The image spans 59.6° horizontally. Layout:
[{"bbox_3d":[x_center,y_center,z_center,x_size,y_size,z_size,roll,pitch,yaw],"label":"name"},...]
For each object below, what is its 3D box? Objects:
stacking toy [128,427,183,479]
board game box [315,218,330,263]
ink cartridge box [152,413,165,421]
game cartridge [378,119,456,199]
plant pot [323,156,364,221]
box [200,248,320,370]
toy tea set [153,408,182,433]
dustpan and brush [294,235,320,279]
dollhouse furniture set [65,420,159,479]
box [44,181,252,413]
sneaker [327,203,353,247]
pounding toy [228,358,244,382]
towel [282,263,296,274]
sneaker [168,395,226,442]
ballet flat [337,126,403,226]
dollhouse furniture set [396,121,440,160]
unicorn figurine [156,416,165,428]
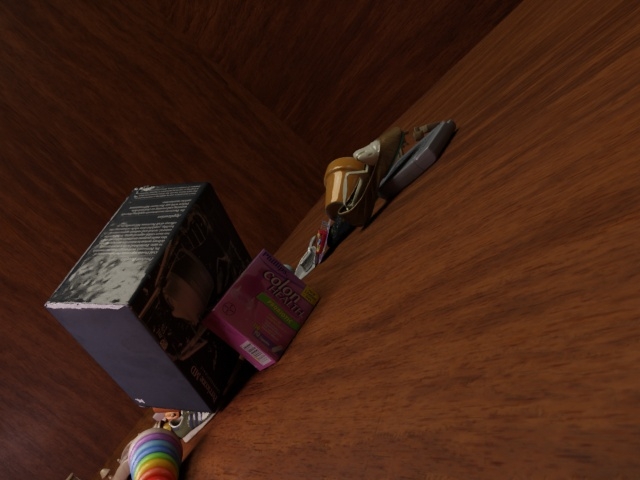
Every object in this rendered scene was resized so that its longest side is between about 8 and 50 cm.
[{"bbox_3d":[-0.397,0.562,1.336,0.141,0.141,0.330,-50,11,-11],"label":"stacking toy"},{"bbox_3d":[0.000,0.000,2.041,0.133,0.033,0.168,112,171,-56],"label":"board game box"},{"bbox_3d":[-0.608,0.682,2.306,0.275,0.060,0.239,-45,6,29],"label":"ink cartridge box"},{"bbox_3d":[0.293,-0.245,1.766,0.297,0.062,0.198,-39,16,55],"label":"game cartridge"},{"bbox_3d":[0.101,-0.170,2.063,0.205,0.205,0.187,-41,27,50],"label":"plant pot"},{"bbox_3d":[-0.159,0.188,1.528,0.243,0.214,0.117,-53,8,-37],"label":"box"},{"bbox_3d":[-0.471,0.546,1.898,0.125,0.199,0.336,-11,7,-2],"label":"toy tea set"},{"bbox_3d":[-0.042,0.057,2.171,0.147,0.060,0.211,-43,9,41],"label":"dustpan and brush"},{"bbox_3d":[-0.769,0.816,2.043,0.355,0.174,0.303,-52,7,-7],"label":"dollhouse furniture set"},{"bbox_3d":[-0.429,0.162,1.619,0.298,0.479,0.471,-1,44,25],"label":"box"},{"bbox_3d":[0.086,-0.046,1.994,0.209,0.082,0.069,117,148,-41],"label":"sneaker"},{"bbox_3d":[-0.366,0.456,1.859,0.206,0.094,0.181,-50,7,-17],"label":"pounding toy"},{"bbox_3d":[-0.258,0.260,2.337,0.320,0.090,0.374,-55,8,-21],"label":"towel"},{"bbox_3d":[-0.366,0.502,1.627,0.192,0.086,0.064,-47,7,15],"label":"sneaker"},{"bbox_3d":[0.144,-0.208,1.759,0.116,0.124,0.342,-119,49,-64],"label":"ballet flat"},{"bbox_3d":[0.358,-0.352,2.055,0.152,0.123,0.144,-14,6,-3],"label":"dollhouse furniture set"},{"bbox_3d":[-0.558,0.681,1.973,0.111,0.060,0.162,-49,6,-10],"label":"unicorn figurine"}]
